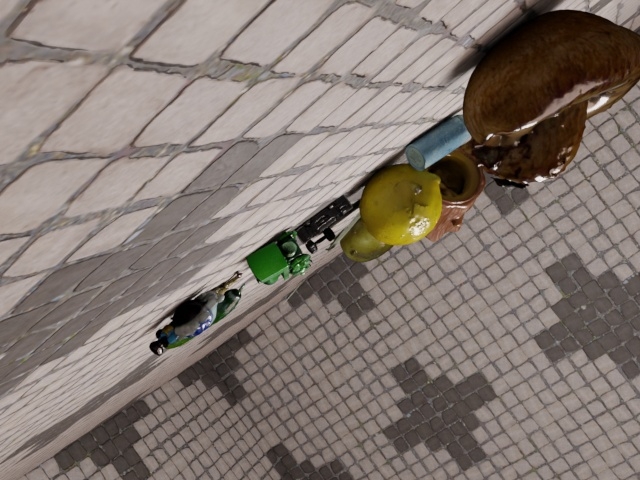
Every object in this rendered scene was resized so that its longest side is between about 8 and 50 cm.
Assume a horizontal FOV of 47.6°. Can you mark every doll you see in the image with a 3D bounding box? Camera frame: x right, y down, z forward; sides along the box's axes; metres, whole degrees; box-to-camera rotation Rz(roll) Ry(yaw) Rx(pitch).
[{"bbox_3d":[-0.252,0.152,1.383,0.195,0.070,0.096,-35,-153,28],"label":"doll"}]

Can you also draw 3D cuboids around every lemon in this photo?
[{"bbox_3d":[0.167,-0.074,1.540,0.173,0.173,0.206,-33,-177,-42],"label":"lemon"}]

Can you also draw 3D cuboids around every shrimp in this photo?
[{"bbox_3d":[-0.195,0.094,1.477,0.083,0.023,0.114,-41,180,22],"label":"shrimp"}]

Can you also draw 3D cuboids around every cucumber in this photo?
[{"bbox_3d":[-0.251,0.166,1.594,0.250,0.056,0.056,-35,177,19],"label":"cucumber"}]

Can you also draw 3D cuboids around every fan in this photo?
[{"bbox_3d":[0.034,0.007,1.900,0.414,0.012,0.233,-49,175,-12],"label":"fan"}]

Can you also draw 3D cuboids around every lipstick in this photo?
[{"bbox_3d":[0.293,-0.235,1.506,0.274,0.061,0.068,-34,173,-24],"label":"lipstick"}]

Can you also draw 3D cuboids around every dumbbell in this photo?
[{"bbox_3d":[0.000,0.000,1.919,0.083,0.036,0.040,-35,173,-11],"label":"dumbbell"}]

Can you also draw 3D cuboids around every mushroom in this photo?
[{"bbox_3d":[0.326,-0.215,1.078,0.283,0.195,0.263,-56,160,23],"label":"mushroom"}]

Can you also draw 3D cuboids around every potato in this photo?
[{"bbox_3d":[0.170,-0.017,2.407,0.228,0.148,0.197,-35,162,25],"label":"potato"}]

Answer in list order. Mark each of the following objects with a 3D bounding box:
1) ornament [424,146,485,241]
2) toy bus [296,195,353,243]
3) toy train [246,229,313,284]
[{"bbox_3d":[0.306,-0.140,1.890,0.217,0.221,0.235,115,-12,-73],"label":"ornament"},{"bbox_3d":[0.006,-0.043,1.508,0.131,0.037,0.052,-37,-179,-5],"label":"toy bus"},{"bbox_3d":[-0.085,0.046,1.483,0.119,0.085,0.251,-30,173,-7],"label":"toy train"}]
